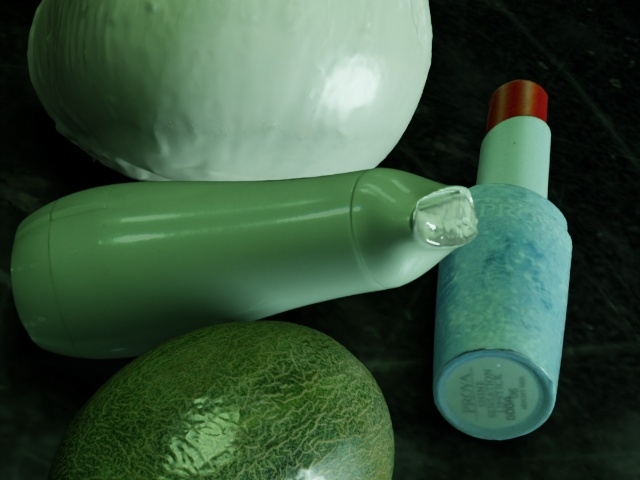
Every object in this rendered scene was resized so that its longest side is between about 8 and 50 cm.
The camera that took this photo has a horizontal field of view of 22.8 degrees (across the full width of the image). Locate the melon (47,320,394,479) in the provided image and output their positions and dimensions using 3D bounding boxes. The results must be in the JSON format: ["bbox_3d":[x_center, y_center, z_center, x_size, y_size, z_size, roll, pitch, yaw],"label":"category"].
[{"bbox_3d":[-0.039,0.091,0.609,0.114,0.114,0.167,37,37,18],"label":"melon"}]

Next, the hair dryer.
[{"bbox_3d":[0.000,0.000,0.737,0.206,0.075,0.237,-9,0,26],"label":"hair dryer"}]

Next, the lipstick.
[{"bbox_3d":[0.100,-0.007,0.849,0.068,0.061,0.274,18,37,-3],"label":"lipstick"}]

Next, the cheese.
[{"bbox_3d":[-0.036,-0.096,0.776,0.198,0.154,0.189,6,5,-17],"label":"cheese"}]
